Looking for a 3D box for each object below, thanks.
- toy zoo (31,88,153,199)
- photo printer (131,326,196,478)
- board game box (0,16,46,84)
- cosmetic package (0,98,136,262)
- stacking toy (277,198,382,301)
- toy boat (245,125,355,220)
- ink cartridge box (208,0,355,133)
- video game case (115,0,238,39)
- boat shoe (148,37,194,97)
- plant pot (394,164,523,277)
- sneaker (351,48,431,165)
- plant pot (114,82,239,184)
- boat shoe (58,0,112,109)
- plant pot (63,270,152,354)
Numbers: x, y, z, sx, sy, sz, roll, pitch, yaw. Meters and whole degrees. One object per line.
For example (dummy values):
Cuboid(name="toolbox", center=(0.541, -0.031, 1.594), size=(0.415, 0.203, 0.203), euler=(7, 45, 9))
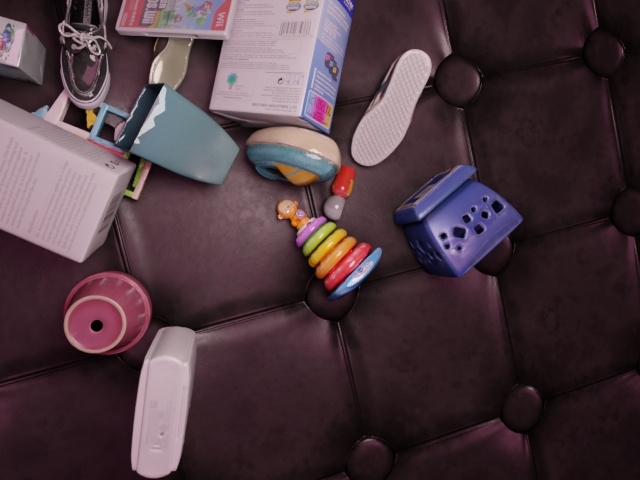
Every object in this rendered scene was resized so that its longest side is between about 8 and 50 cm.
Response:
Cuboid(name="toy zoo", center=(-0.553, -0.242, 1.206), size=(0.293, 0.030, 0.193), euler=(22, 88, -12))
Cuboid(name="photo printer", center=(-0.350, 0.342, 1.133), size=(0.107, 0.307, 0.256), euler=(7, 94, -11))
Cuboid(name="board game box", center=(-0.767, -0.425, 1.035), size=(0.303, 0.224, 0.098), euler=(9, 93, -20))
Cuboid(name="cosmetic package", center=(-0.680, -0.161, 1.091), size=(0.452, 0.161, 0.230), euler=(27, 104, -12))
Cuboid(name="stacking toy", center=(0.000, 0.000, 1.294), size=(0.302, 0.166, 0.175), euler=(45, 73, 5))
Cuboid(name="toy boat", center=(-0.026, -0.165, 1.238), size=(0.318, 0.267, 0.148), euler=(26, 79, -44))
Cuboid(name="ink cartridge box", center=(-0.083, -0.473, 1.176), size=(0.269, 0.151, 0.396), euler=(12, 92, 27))
Cuboid(name="video game case", center=(-0.331, -0.575, 1.167), size=(0.284, 0.025, 0.204), euler=(8, 79, 12))
Cuboid(name="boat shoe", center=(-0.371, -0.458, 1.220), size=(0.081, 0.068, 0.228), euler=(23, 88, -42))
Cuboid(name="plant pot", center=(0.342, -0.057, 1.311), size=(0.236, 0.236, 0.212), euler=(-40, 94, -7))
Cuboid(name="sneaker", center=(0.191, -0.351, 1.326), size=(0.126, 0.127, 0.321), euler=(29, 111, -6))
Cuboid(name="plant pot", center=(-0.327, -0.236, 1.175), size=(0.234, 0.165, 0.166), euler=(27, 88, -36))
Cuboid(name="boat shoe", center=(-0.544, -0.466, 1.147), size=(0.113, 0.105, 0.307), euler=(7, 85, -15))
Cuboid(name="plant pot", center=(-0.507, 0.178, 1.158), size=(0.201, 0.180, 0.202), euler=(0, 92, -13))
